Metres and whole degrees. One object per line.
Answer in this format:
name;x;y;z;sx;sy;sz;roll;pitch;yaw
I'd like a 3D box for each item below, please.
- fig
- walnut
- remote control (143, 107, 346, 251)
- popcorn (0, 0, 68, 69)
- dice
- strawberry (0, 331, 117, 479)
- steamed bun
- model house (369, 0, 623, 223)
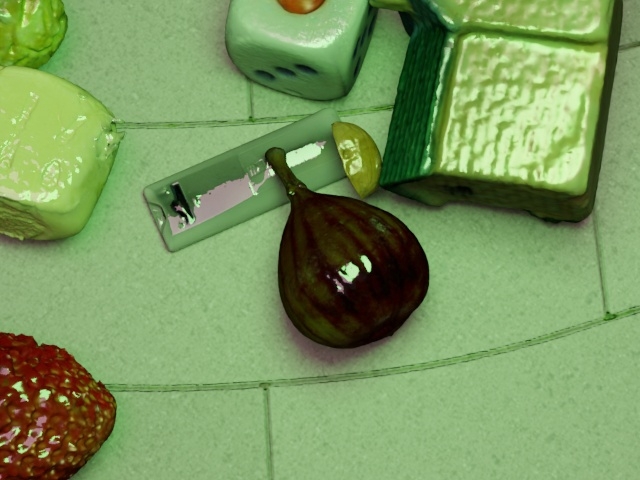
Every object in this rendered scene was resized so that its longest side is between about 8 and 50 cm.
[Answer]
fig;0.000;0.000;1.810;0.217;0.217;0.321;-35;70;-8
walnut;0.059;-0.121;1.849;0.052;0.091;0.121;-22;81;10
remote control;-0.102;-0.096;1.905;0.313;0.055;0.109;-24;76;-5
popcorn;-0.474;-0.348;1.903;0.198;0.212;0.198;-15;38;12
dice;-0.023;-0.328;1.895;0.193;0.192;0.194;16;77;5
strawberry;-0.463;0.257;1.728;0.344;0.292;0.292;21;76;-9
steamed bun;-0.428;-0.123;1.863;0.273;0.166;0.232;15;69;-7
model house;0.236;-0.237;1.826;0.343;0.334;0.382;8;80;13
